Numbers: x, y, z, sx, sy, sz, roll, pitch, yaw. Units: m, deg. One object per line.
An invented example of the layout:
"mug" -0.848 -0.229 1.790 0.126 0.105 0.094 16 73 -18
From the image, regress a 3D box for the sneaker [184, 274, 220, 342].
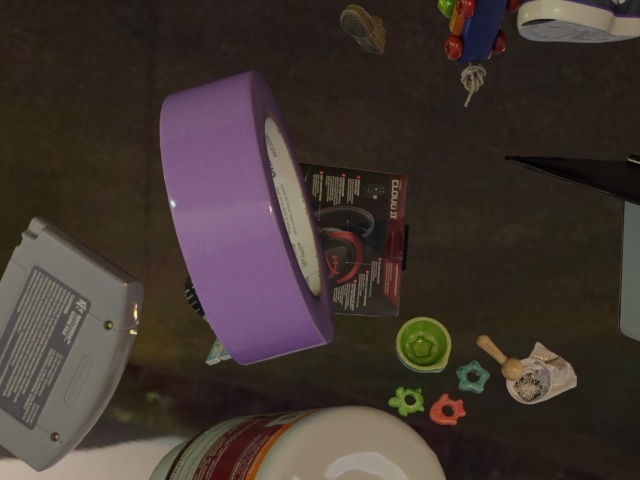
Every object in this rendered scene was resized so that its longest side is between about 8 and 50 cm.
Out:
"sneaker" -0.133 0.084 1.249 0.040 0.044 0.109 -23 105 38

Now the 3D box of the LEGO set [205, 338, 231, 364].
"LEGO set" -0.149 0.117 1.915 0.060 0.244 0.182 34 152 -19

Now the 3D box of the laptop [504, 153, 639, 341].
"laptop" 0.395 0.080 0.872 0.382 0.236 0.408 25 142 36

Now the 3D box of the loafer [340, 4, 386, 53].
"loafer" 0.079 -0.387 1.756 0.056 0.050 0.148 14 169 24

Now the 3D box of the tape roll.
"tape roll" -0.065 -0.022 0.955 0.090 0.275 0.275 -16 163 6

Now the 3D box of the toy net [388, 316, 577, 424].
"toy net" 0.204 0.168 1.203 0.232 0.122 0.045 7 158 1

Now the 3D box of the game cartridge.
"game cartridge" -0.350 0.142 1.270 0.196 0.294 0.060 33 -165 18

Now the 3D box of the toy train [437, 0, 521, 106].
"toy train" 0.244 -0.366 1.676 0.105 0.143 0.248 -11 144 -17

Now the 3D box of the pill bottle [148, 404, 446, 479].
"pill bottle" -0.051 0.306 1.093 0.224 0.224 0.392 17 161 -24

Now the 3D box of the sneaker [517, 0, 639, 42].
"sneaker" 0.398 -0.430 1.495 0.130 0.236 0.322 0 -174 42

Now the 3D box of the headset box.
"headset box" 0.000 0.000 1.463 0.293 0.218 0.110 5 176 -18
